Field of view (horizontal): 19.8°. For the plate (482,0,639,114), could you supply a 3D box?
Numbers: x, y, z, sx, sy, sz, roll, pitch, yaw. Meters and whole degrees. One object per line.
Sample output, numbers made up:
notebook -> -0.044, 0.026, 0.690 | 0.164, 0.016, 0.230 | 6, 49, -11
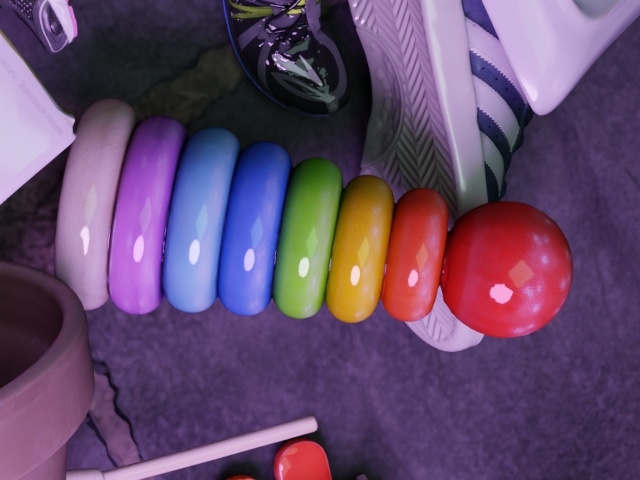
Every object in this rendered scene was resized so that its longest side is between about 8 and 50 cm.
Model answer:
plate -> 0.171, -0.266, 1.279 | 0.277, 0.045, 0.278 | -44, 115, -45

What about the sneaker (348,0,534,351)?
sneaker -> 0.112, -0.098, 1.308 | 0.148, 0.131, 0.350 | -16, 110, -33

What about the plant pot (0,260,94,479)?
plant pot -> -0.257, 0.164, 1.132 | 0.263, 0.263, 0.229 | -17, 116, -20

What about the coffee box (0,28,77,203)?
coffee box -> -0.392, -0.094, 0.976 | 0.334, 0.338, 0.337 | -42, 111, -13

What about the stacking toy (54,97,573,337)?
stacking toy -> 0.000, 0.000, 1.201 | 0.330, 0.141, 0.141 | 9, 94, 0

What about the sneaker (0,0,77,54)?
sneaker -> -0.231, -0.189, 1.188 | 0.077, 0.072, 0.178 | -38, 102, -1

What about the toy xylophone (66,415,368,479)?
toy xylophone -> -0.078, 0.243, 1.294 | 0.322, 0.081, 0.236 | -8, 100, -22

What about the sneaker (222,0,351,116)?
sneaker -> -0.031, -0.168, 1.260 | 0.067, 0.078, 0.188 | -29, 108, -17
